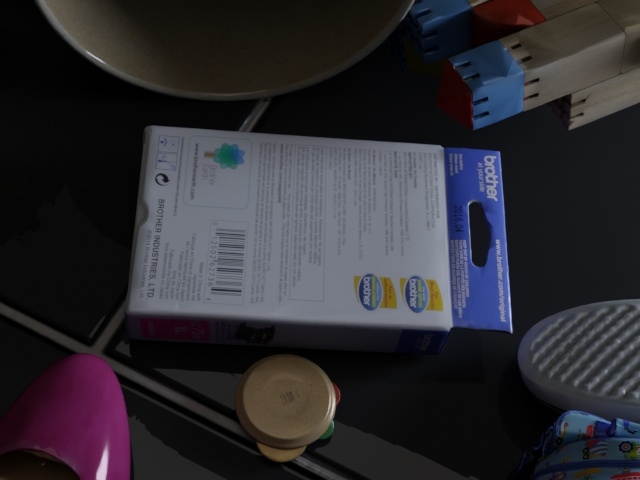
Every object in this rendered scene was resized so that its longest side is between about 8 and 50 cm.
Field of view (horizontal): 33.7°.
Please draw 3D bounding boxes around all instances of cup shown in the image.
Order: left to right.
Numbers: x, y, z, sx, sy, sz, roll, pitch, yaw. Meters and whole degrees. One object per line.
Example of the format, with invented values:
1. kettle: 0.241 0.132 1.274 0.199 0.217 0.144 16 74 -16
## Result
1. cup: -0.086 -0.319 0.927 0.331 0.331 0.237 -2 56 -7

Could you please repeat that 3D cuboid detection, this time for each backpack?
1. backpack: 0.218 0.186 0.739 0.158 0.173 0.116 14 59 3

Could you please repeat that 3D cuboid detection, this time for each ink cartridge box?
1. ink cartridge box: 0.000 0.000 0.894 0.311 0.065 0.185 2 59 -2

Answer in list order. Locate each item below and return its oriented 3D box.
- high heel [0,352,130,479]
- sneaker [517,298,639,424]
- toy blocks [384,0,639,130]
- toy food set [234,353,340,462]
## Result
1. high heel: -0.208 0.218 0.671 0.127 0.181 0.377 10 59 0
2. sneaker: 0.319 0.127 0.820 0.321 0.127 0.126 0 41 23
3. toy blocks: 0.176 -0.233 1.000 0.261 0.190 0.381 -21 52 -8
4. toy food set: -0.026 0.129 0.838 0.083 0.020 0.083 -32 67 -22
